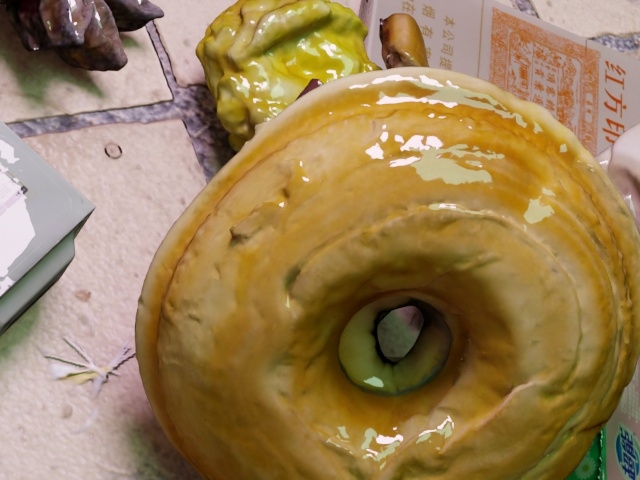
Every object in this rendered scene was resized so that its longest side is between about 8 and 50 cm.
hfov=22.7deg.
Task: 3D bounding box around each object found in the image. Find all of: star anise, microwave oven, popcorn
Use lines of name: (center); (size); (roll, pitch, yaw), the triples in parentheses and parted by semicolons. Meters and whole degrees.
star anise: (-0.270, -0.260, 1.538); (0.223, 0.109, 0.236); (13, 50, -57)
microwave oven: (-0.319, 0.012, 1.354); (0.162, 0.122, 0.208); (43, 52, -1)
popcorn: (-0.036, -0.161, 1.595); (0.198, 0.156, 0.197); (8, 76, -36)

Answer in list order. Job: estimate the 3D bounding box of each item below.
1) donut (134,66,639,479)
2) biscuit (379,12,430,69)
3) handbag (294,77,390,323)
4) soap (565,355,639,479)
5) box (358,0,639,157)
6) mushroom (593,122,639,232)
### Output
donut: (0.065, 0.071, 1.364); (0.449, 0.449, 0.198); (29, 13, -11)
biscuit: (0.104, -0.082, 1.605); (0.045, 0.154, 0.299); (-11, 106, 3)
handbag: (0.000, 0.000, 1.506); (0.213, 0.127, 0.235); (39, 90, -6)
soap: (0.224, 0.148, 1.537); (0.098, 0.218, 0.273); (28, 55, -36)
box: (0.210, -0.170, 1.789); (0.365, 0.051, 0.204); (20, 55, -18)
mushroom: (0.436, 0.060, 1.659); (0.313, 0.224, 0.397); (52, 12, -47)
